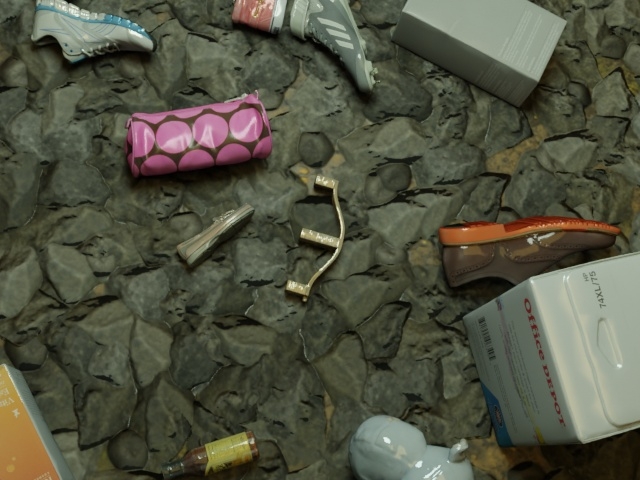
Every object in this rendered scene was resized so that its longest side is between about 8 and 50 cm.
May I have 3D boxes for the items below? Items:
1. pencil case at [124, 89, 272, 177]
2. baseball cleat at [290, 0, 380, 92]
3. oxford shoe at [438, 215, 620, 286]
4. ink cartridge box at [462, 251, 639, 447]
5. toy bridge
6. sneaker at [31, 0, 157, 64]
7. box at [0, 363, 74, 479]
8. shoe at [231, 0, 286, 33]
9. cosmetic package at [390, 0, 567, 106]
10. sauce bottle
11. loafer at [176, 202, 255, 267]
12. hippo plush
[{"bbox_3d":[-0.177,-0.152,1.182,0.209,0.095,0.098,-12,108,-11],"label":"pencil case"},{"bbox_3d":[0.016,-0.311,1.270,0.109,0.072,0.206,-18,75,4],"label":"baseball cleat"},{"bbox_3d":[0.308,0.017,1.210,0.271,0.097,0.099,-4,95,-4],"label":"oxford shoe"},{"bbox_3d":[0.338,0.149,1.072,0.197,0.270,0.198,-12,77,-10],"label":"ink cartridge box"},{"bbox_3d":[0.000,0.000,1.195,0.063,0.026,0.188,16,74,-4],"label":"toy bridge"},{"bbox_3d":[-0.337,-0.295,1.217,0.190,0.071,0.083,14,82,4],"label":"sneaker"},{"bbox_3d":[-0.412,0.263,1.036,0.130,0.091,0.171,-29,80,-14],"label":"box"},{"bbox_3d":[-0.088,-0.411,1.275,0.081,0.063,0.178,11,78,-10],"label":"shoe"},{"bbox_3d":[0.243,-0.327,1.279,0.237,0.107,0.127,29,73,4],"label":"cosmetic package"},{"bbox_3d":[-0.146,0.290,1.091,0.128,0.042,0.042,-16,78,-9],"label":"sauce bottle"},{"bbox_3d":[-0.151,-0.015,1.173,0.125,0.045,0.039,-42,77,-13],"label":"loafer"},{"bbox_3d":[0.097,0.330,1.011,0.294,0.234,0.236,29,61,21],"label":"hippo plush"}]
